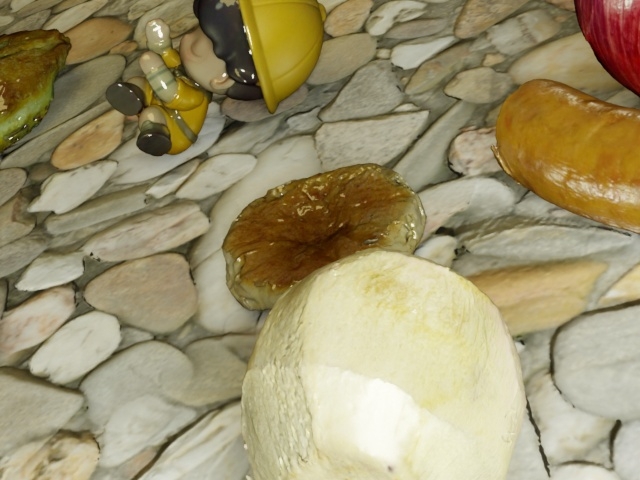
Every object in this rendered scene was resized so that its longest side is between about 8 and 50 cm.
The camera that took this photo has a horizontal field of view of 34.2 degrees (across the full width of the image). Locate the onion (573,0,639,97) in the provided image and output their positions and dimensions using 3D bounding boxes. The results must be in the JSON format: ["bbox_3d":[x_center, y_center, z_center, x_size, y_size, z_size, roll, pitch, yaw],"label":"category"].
[{"bbox_3d":[0.315,-0.179,0.854,0.161,0.248,0.248,-51,31,15],"label":"onion"}]

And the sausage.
[{"bbox_3d":[0.254,-0.059,0.807,0.109,0.109,0.270,-42,37,-24],"label":"sausage"}]

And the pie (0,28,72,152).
[{"bbox_3d":[-0.510,-0.195,1.469,0.355,0.103,0.288,-34,34,-20],"label":"pie"}]

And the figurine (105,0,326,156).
[{"bbox_3d":[-0.111,-0.208,1.189,0.257,0.167,0.192,-39,44,19],"label":"figurine"}]

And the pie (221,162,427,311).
[{"bbox_3d":[0.000,0.000,0.939,0.195,0.046,0.195,-16,36,13],"label":"pie"}]

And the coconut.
[{"bbox_3d":[0.043,0.092,0.676,0.194,0.194,0.194,-17,35,12],"label":"coconut"}]
